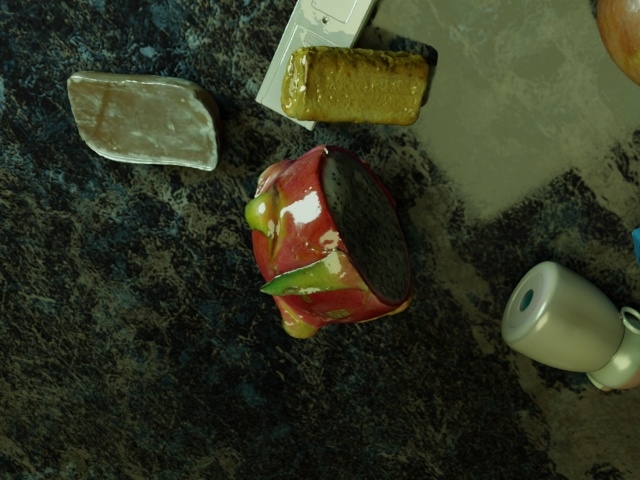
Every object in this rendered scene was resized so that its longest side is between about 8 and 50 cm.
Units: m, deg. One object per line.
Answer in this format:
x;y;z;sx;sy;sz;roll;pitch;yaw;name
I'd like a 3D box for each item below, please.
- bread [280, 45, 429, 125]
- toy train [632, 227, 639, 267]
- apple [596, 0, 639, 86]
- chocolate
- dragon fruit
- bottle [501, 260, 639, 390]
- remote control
0.049;-0.222;1.123;0.211;0.083;0.114;-1;122;-24;bread
0.556;0.104;1.067;0.188;0.265;0.300;-21;105;12;toy train
0.471;-0.289;0.940;0.253;0.253;0.253;6;115;14;apple
-0.271;-0.206;1.273;0.254;0.080;0.157;9;130;14;chocolate
0.000;0.000;1.182;0.189;0.290;0.291;-20;107;25;dragon fruit
0.412;0.145;1.202;0.236;0.147;0.147;28;118;-7;bottle
0.005;-0.308;1.160;0.103;0.055;0.277;29;117;2;remote control
